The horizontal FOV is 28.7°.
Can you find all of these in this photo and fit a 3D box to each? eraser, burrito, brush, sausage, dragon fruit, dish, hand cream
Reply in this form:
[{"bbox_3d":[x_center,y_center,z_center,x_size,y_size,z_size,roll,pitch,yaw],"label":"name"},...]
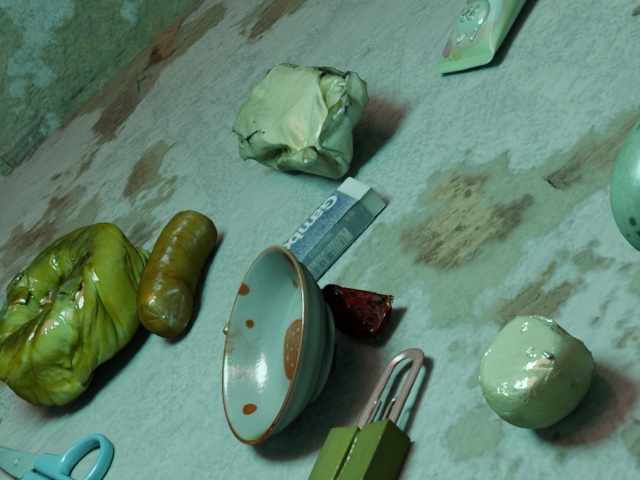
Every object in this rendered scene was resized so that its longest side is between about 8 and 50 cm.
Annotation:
[{"bbox_3d":[0.000,0.000,1.892,0.212,0.046,0.092,-46,25,-6],"label":"eraser"},{"bbox_3d":[-0.016,-0.191,2.109,0.190,0.135,0.332,-52,27,-9],"label":"burrito"},{"bbox_3d":[0.064,0.213,1.466,0.103,0.047,0.233,-17,36,44],"label":"brush"},{"bbox_3d":[-0.249,0.059,2.110,0.109,0.109,0.271,-30,27,27],"label":"sausage"},{"bbox_3d":[0.045,0.089,1.672,0.063,0.097,0.131,-40,0,-22],"label":"dragon fruit"},{"bbox_3d":[-0.043,0.140,1.630,0.260,0.085,0.260,-39,45,54],"label":"dish"},{"bbox_3d":[0.294,-0.401,2.046,0.147,0.093,0.306,-1,57,57],"label":"hand cream"}]

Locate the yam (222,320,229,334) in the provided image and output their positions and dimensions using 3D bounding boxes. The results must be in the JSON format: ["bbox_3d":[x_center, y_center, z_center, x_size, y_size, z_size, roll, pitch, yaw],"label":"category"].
[{"bbox_3d":[-0.114,0.101,1.936,0.116,0.021,0.021,-53,26,-20],"label":"yam"}]

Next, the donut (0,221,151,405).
[{"bbox_3d":[-0.446,0.134,2.198,0.360,0.170,0.360,-35,28,22],"label":"donut"}]

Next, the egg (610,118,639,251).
[{"bbox_3d":[0.400,-0.080,1.272,0.236,0.169,0.169,-43,25,4],"label":"egg"}]

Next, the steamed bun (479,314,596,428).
[{"bbox_3d":[0.224,0.142,1.285,0.112,0.091,0.130,-52,22,-9],"label":"steamed bun"}]

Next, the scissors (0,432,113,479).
[{"bbox_3d":[-0.477,0.374,2.045,0.193,0.029,0.447,-54,27,-20],"label":"scissors"}]
